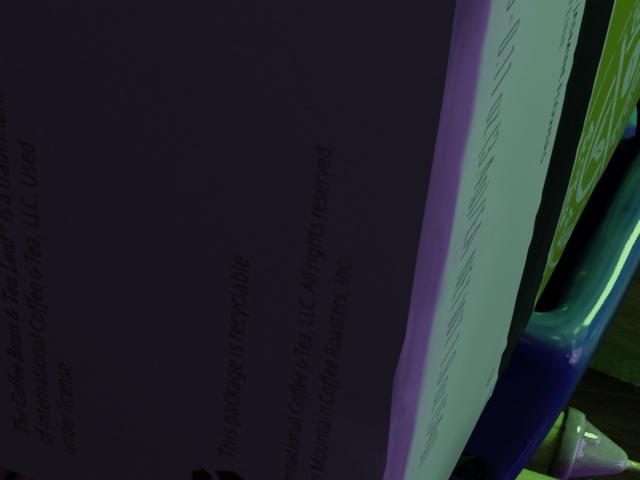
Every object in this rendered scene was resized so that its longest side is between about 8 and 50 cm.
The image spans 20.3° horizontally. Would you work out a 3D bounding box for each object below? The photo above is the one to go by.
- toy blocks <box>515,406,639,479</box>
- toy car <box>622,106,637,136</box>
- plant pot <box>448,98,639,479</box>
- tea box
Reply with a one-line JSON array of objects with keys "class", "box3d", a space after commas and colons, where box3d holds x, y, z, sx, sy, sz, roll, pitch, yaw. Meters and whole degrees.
[{"class": "toy blocks", "box3d": [0.095, 0.152, 1.161, 0.288, 0.260, 0.309, -56, 162, -63]}, {"class": "toy car", "box3d": [0.029, -0.037, 0.952, 0.238, 0.210, 0.219, -29, 162, -26]}, {"class": "plant pot", "box3d": [0.000, 0.000, 0.697, 0.236, 0.236, 0.212, -56, 167, -47]}, {"class": "tea box", "box3d": [-0.007, -0.153, 0.448, 0.329, 0.220, 0.323, 96, 19, -46]}]
